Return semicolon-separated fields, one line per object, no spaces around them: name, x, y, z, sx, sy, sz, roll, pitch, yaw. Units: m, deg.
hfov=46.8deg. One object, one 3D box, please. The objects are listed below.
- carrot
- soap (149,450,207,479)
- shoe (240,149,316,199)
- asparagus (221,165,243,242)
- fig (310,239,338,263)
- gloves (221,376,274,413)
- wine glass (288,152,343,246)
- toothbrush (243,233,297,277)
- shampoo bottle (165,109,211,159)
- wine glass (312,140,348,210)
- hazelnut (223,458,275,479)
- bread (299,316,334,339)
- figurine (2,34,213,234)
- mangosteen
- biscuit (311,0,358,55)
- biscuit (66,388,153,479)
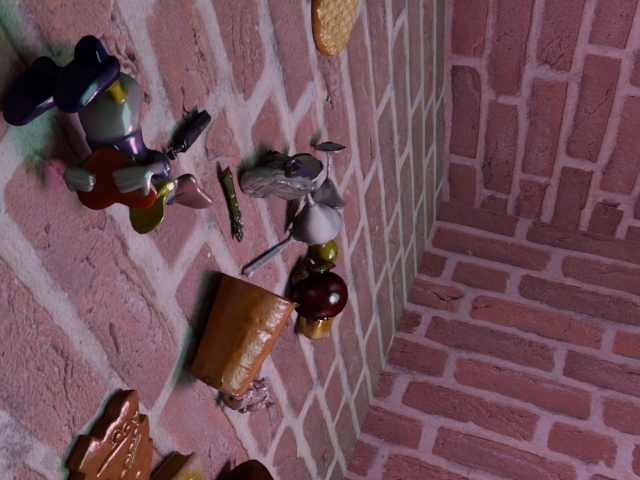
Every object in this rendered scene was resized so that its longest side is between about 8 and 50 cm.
carrot;-0.186;0.222;1.710;0.254;0.196;0.196;-66;161;-7
soap;-0.339;0.597;1.607;0.257;0.080;0.160;-45;126;-61
shoe;-0.103;-0.169;1.780;0.227;0.099;0.126;5;70;-53
asparagus;-0.197;-0.084;1.671;0.236;0.027;0.034;84;6;-48
fig;0.014;0.005;2.290;0.093;0.093;0.166;-49;147;-55
gloves;-0.196;0.402;1.929;0.144;0.110;0.094;13;99;-44
wine glass;-0.030;-0.113;1.992;0.232;0.156;0.156;74;34;-48
toothbrush;-0.122;0.032;1.989;0.030;0.025;0.342;-46;177;29
shampoo bottle;-0.253;-0.201;1.416;0.048;0.027;0.137;98;16;-47
wine glass;0.024;-0.189;2.149;0.122;0.122;0.183;-42;139;-61
hazelnut;-0.195;0.703;2.017;0.208;0.208;0.208;14;90;-72
bread;-0.014;0.254;2.394;0.173;0.085;0.134;39;70;-72
figurine;-0.302;-0.138;1.127;0.421;0.154;0.193;72;18;-52
mangosteen;-0.008;0.144;2.223;0.200;0.199;0.200;14;90;-72
biscuit;0.046;-0.607;2.014;0.309;0.040;0.205;-42;142;-60
biscuit;-0.393;0.442;1.434;0.306;0.043;0.284;68;39;-61
